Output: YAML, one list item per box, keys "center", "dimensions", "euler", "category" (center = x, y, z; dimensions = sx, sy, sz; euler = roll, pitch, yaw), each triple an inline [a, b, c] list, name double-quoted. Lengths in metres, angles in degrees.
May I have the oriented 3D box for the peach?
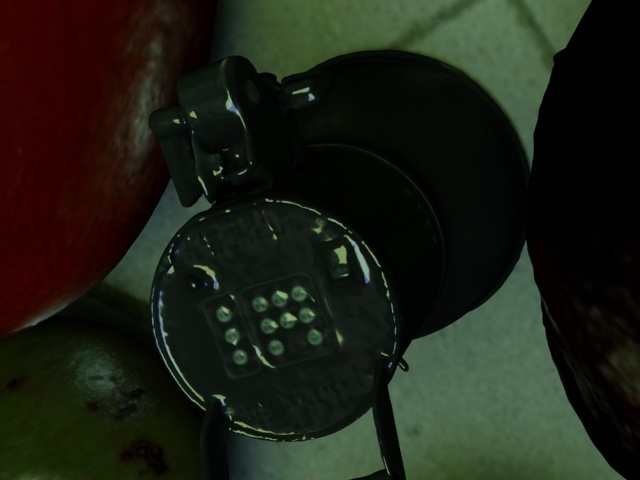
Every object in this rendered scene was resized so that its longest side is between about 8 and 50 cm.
- center: [-0.175, -0.126, 0.639]
  dimensions: [0.281, 0.281, 0.338]
  euler: [11, 73, 13]
  category: "peach"

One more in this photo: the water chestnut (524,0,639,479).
- center: [0.225, -0.042, 0.463]
  dimensions: [0.335, 0.335, 0.347]
  euler: [-12, 133, 18]
  category: "water chestnut"

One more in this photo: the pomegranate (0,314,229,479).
- center: [-0.153, 0.128, 0.681]
  dimensions: [0.179, 0.211, 0.179]
  euler: [-2, 88, 54]
  category: "pomegranate"

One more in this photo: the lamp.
- center: [0.000, 0.000, 0.583]
  dimensions: [0.147, 0.227, 0.172]
  euler: [-15, 100, 19]
  category: "lamp"
